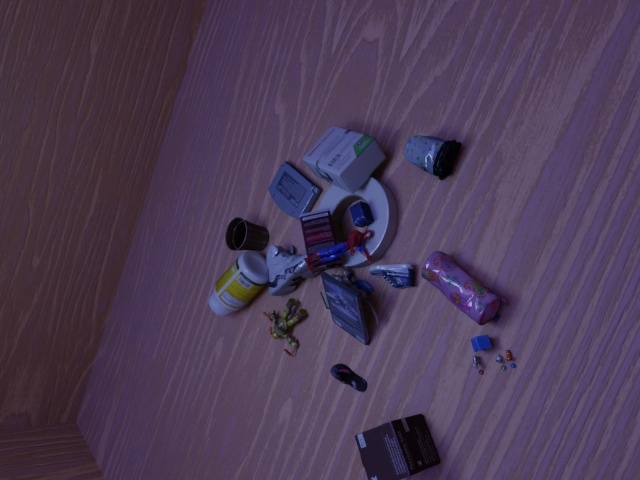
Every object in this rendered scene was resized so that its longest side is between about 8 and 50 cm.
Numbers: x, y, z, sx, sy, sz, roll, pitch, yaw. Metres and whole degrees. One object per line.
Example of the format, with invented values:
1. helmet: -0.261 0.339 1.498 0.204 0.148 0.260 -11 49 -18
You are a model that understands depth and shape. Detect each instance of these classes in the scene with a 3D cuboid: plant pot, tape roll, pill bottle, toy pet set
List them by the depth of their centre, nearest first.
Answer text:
1. toy pet set: 0.528 0.358 1.452 0.122 0.065 0.114 -28 63 35
2. tape roll: 0.140 -0.080 1.899 0.391 0.072 0.393 -10 75 40
3. pill bottle: -0.400 0.221 2.252 0.334 0.187 0.188 -45 54 26
4. plant pot: -0.356 -0.018 2.277 0.166 0.165 0.167 -11 73 40

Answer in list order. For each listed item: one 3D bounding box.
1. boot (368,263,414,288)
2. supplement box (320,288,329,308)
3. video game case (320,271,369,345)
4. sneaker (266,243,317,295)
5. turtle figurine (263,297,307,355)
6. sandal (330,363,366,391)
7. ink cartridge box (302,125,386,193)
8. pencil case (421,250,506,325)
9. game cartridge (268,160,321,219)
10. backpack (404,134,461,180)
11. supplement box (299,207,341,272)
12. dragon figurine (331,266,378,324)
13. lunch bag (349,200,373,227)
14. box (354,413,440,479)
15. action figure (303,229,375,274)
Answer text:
1. boot: 0.263 0.138 1.739 0.189 0.069 0.086 -9 72 39
2. supplement box: 0.056 0.230 1.919 0.083 0.056 0.083 -41 56 29
3. video game case: 0.096 0.264 1.773 0.196 0.026 0.274 29 144 42
4. sneaker: -0.133 0.088 2.051 0.366 0.137 0.210 -40 57 41
5. turtle figurine: -0.168 0.366 2.076 0.217 0.087 0.270 -55 50 20
6. sandal: 0.104 0.539 1.820 0.179 0.040 0.067 18 94 43
7. ink cartridge box: 0.093 -0.340 1.894 0.211 0.121 0.289 -47 39 -7
8. pencil case: 0.465 0.154 1.522 0.284 0.124 0.124 44 110 39
9. game cartridge: -0.132 -0.230 2.195 0.297 0.062 0.198 45 115 39
10. backpack: 0.401 -0.320 1.681 0.182 0.115 0.152 34 107 44
11. supplement box: 0.000 0.000 1.875 0.130 0.073 0.240 -12 69 3
12. dragon figurine: 0.151 0.203 1.818 0.289 0.144 0.085 37 105 21
13. lunch bag: 0.155 -0.102 1.795 0.065 0.067 0.099 -32 60 33
14. box: 0.257 0.696 1.535 0.167 0.203 0.169 -36 59 31
15. action figure: 0.092 0.058 1.751 0.280 0.091 0.139 -32 53 -4
